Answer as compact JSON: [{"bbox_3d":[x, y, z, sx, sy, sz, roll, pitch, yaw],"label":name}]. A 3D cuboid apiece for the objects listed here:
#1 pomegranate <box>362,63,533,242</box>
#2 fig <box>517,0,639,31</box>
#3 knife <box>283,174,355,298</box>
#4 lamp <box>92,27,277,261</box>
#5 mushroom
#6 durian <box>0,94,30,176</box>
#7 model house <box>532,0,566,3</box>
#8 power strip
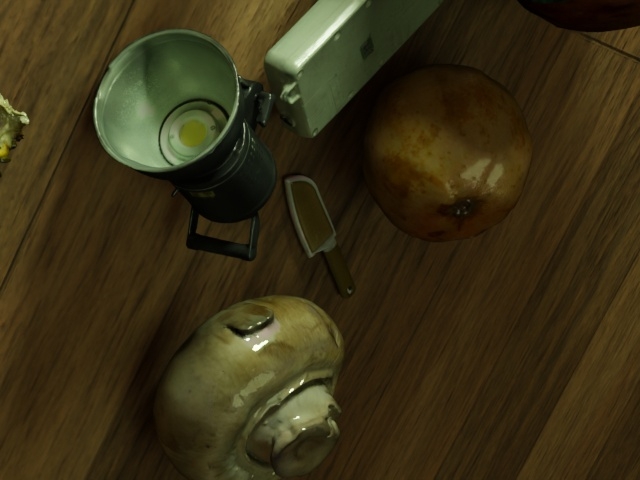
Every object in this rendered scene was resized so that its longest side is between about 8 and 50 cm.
[{"bbox_3d":[0.136,-0.097,1.924,0.207,0.207,0.207,-32,140,-32],"label":"pomegranate"},{"bbox_3d":[0.331,-0.339,1.939,0.224,0.263,0.224,-7,90,-75],"label":"fig"},{"bbox_3d":[0.001,0.001,1.990,0.046,0.022,0.256,-42,144,-14],"label":"knife"},{"bbox_3d":[-0.110,-0.099,1.683,0.227,0.147,0.172,50,54,-64],"label":"lamp"},{"bbox_3d":[-0.072,0.171,1.904,0.255,0.184,0.255,-28,148,-19],"label":"mushroom"},{"bbox_3d":[-0.338,-0.129,1.408,0.140,0.078,0.224,-33,132,-11],"label":"durian"},{"bbox_3d":[0.207,-0.430,1.693,0.298,0.243,0.284,-47,143,-34],"label":"model house"},{"bbox_3d":[0.038,-0.222,1.808,0.270,0.046,0.118,-48,150,-22],"label":"power strip"}]
